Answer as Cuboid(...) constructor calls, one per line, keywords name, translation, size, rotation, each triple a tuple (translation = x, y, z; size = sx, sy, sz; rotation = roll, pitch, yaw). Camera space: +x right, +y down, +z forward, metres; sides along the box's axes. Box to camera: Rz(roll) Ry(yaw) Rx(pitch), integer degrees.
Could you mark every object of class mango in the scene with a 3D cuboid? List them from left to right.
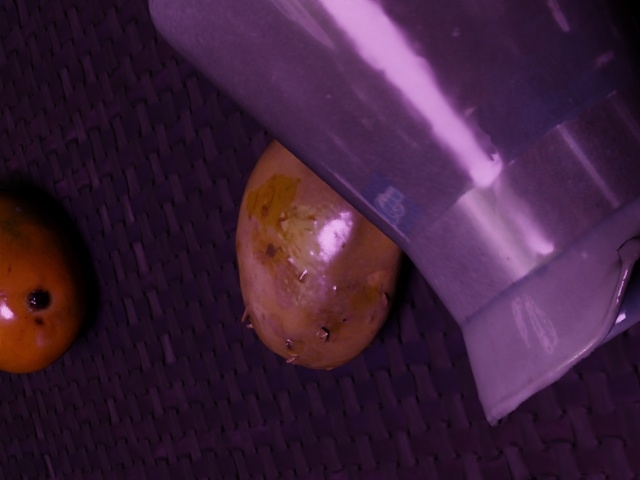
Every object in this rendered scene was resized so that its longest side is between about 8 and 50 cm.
Cuboid(name="mango", translation=(-0.217, 0.020, 0.915), size=(0.163, 0.089, 0.111), rotation=(56, 140, 35))

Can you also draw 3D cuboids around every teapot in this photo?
Cuboid(name="teapot", translation=(0.053, -0.057, 0.508), size=(0.225, 0.171, 0.203), rotation=(57, 172, 10))

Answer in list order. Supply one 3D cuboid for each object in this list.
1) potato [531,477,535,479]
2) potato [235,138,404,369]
Cuboid(name="potato", translation=(0.082, 0.158, 0.630), size=(0.036, 0.037, 0.093), rotation=(48, 134, 24))
Cuboid(name="potato", translation=(0.000, 0.000, 0.651), size=(0.091, 0.070, 0.138), rotation=(30, 123, 41))
